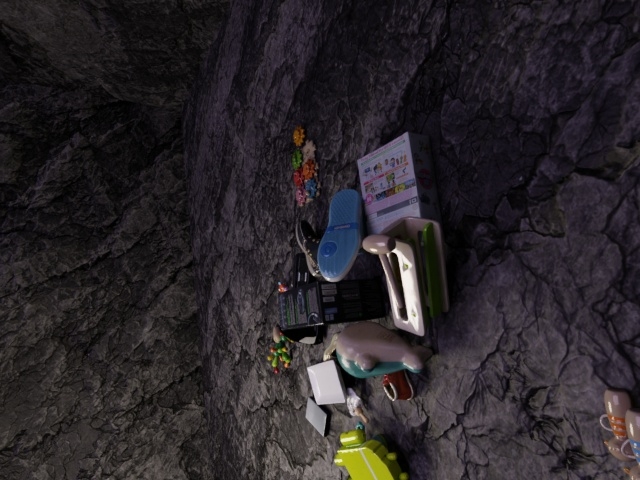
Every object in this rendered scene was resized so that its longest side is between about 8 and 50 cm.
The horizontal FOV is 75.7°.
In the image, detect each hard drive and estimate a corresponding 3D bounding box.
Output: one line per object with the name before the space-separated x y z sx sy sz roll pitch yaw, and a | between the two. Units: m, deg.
hard drive | -0.010 0.685 1.607 0.135 0.022 0.094 20 106 55

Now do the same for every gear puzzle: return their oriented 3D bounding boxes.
gear puzzle | -0.075 -0.323 1.699 0.175 0.044 0.338 -24 70 54

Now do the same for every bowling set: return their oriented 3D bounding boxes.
bowling set | 0.542 0.341 0.621 0.287 0.200 0.154 -10 83 60

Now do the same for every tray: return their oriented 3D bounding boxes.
tray | 0.026 0.521 1.508 0.270 0.030 0.145 -46 57 59

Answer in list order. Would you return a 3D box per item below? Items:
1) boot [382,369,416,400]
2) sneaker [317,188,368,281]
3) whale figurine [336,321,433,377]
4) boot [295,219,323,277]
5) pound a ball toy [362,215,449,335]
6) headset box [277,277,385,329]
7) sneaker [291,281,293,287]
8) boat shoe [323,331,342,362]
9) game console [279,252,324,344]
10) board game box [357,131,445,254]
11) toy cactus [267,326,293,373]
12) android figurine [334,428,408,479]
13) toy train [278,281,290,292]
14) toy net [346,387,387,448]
boot | 0.212 0.397 1.217 0.059 0.085 0.157 -62 41 38
sneaker | 0.095 0.021 1.272 0.127 0.208 0.318 -1 55 25
whale figurine | 0.176 0.333 1.178 0.272 0.216 0.141 7 108 30
boot | 0.002 0.001 1.545 0.179 0.085 0.236 -39 64 47
pound a ball toy | 0.197 0.084 1.019 0.136 0.208 0.319 15 128 46
headset box | 0.024 0.213 1.357 0.283 0.247 0.131 -23 70 54
sneaker | -0.097 0.208 1.746 0.083 0.032 0.036 38 137 53
boat shoe | 0.056 0.400 1.483 0.048 0.056 0.153 50 123 51
game console | -0.068 0.227 1.654 0.213 0.044 0.361 -2 81 41
board game box | 0.226 -0.126 1.192 0.224 0.098 0.303 -19 75 54
toy cactus | -0.185 0.463 1.822 0.180 0.112 0.218 -116 32 -49
android figurine | 0.155 0.702 1.263 0.273 0.056 0.248 -42 75 45
toy train | -0.139 0.253 1.795 0.125 0.046 0.166 134 123 -67
toy net | 0.138 0.607 1.366 0.122 0.045 0.232 -56 44 43
